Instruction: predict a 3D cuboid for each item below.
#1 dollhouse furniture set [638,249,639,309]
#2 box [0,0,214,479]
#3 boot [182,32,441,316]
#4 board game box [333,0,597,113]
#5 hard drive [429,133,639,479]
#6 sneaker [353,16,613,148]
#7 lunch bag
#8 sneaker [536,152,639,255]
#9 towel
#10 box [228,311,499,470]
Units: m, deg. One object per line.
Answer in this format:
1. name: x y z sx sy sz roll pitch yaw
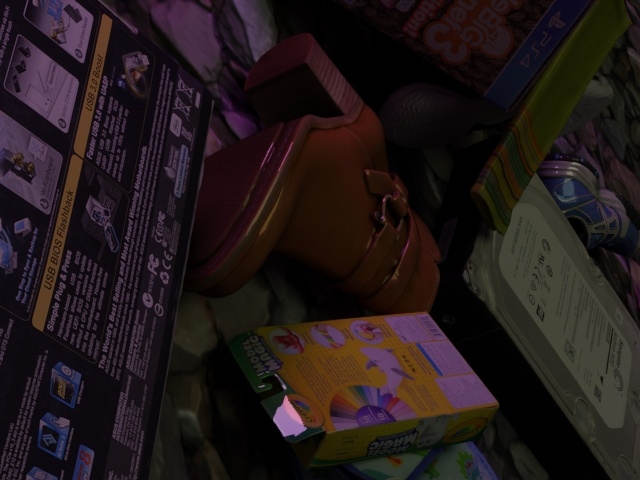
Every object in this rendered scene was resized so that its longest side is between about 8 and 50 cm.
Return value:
1. dollhouse furniture set: 0.426 0.193 1.421 0.286 0.198 0.303 27 77 -32
2. box: -0.208 -0.002 0.607 0.318 0.097 0.395 40 42 -39
3. boot: 0.000 0.000 0.919 0.220 0.109 0.283 55 28 -26
4. board game box: 0.105 -0.291 1.073 0.291 0.141 0.232 33 41 -3
5. hard drive: 0.230 0.088 1.218 0.339 0.064 0.237 53 36 -23
6. sneaker: 0.157 -0.175 1.173 0.268 0.101 0.153 -6 65 -31
7. lunch bag: 0.054 0.177 0.891 0.151 0.096 0.129 54 35 2
8. sneaker: 0.296 -0.023 1.382 0.211 0.080 0.081 31 70 -43
9. towel: 0.205 -0.120 1.073 0.237 0.021 0.102 -58 157 -7
10. box: 0.026 0.103 0.856 0.179 0.043 0.105 0 39 -36
